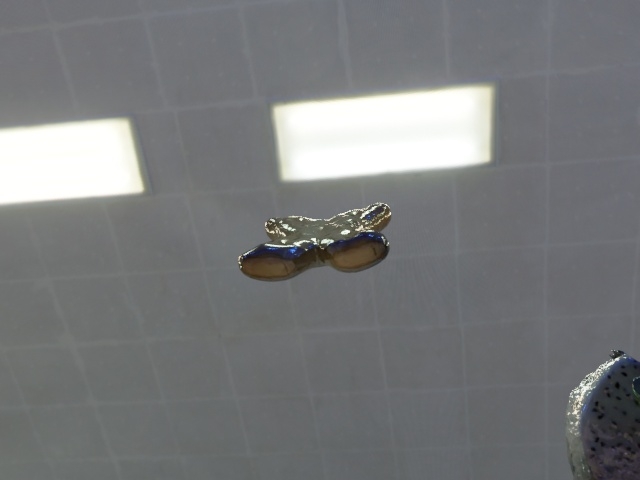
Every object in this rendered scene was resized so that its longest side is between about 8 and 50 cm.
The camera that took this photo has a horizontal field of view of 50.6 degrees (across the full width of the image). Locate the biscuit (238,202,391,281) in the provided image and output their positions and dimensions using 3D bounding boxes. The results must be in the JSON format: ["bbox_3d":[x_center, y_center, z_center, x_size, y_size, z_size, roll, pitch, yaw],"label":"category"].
[{"bbox_3d":[0.001,0.000,0.789,0.164,0.208,0.047,-6,-78,7],"label":"biscuit"}]

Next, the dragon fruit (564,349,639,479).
[{"bbox_3d":[0.473,0.332,1.001,0.283,0.221,0.204,43,-97,13],"label":"dragon fruit"}]

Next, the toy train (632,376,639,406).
[{"bbox_3d":[0.435,0.205,0.842,0.071,0.038,0.148,-28,-51,11],"label":"toy train"}]
